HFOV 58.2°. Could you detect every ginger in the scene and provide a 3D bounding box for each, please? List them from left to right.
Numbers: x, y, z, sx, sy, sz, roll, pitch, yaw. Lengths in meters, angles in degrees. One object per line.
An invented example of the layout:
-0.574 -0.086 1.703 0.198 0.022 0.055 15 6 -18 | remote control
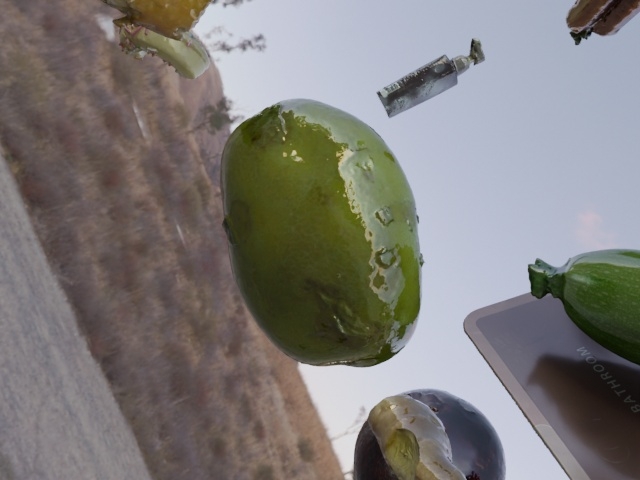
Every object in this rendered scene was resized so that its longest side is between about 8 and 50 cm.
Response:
0.138 0.270 0.663 0.131 0.086 0.294 48 -3 -18 | ginger

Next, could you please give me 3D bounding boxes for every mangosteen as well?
0.222 0.479 1.161 0.306 0.305 0.360 -157 -127 -67 | mangosteen

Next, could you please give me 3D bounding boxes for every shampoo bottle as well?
0.206 -0.302 1.070 0.057 0.207 0.063 65 7 28 | shampoo bottle

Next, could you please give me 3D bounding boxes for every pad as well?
0.259 0.123 0.521 0.266 0.176 0.002 -116 -169 -57 | pad

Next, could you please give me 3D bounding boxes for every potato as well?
0.000 0.000 0.515 0.186 0.148 0.253 -24 -85 52 | potato

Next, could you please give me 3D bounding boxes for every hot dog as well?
0.353 -0.296 0.689 0.188 0.072 0.055 73 25 -86 | hot dog

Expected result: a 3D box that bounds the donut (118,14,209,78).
-0.276 -0.337 0.986 0.165 0.065 0.108 23 -8 0 | donut

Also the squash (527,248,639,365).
0.336 0.073 0.413 0.395 0.107 0.107 15 -54 47 | squash

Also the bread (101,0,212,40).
-0.278 -0.389 0.596 0.375 0.165 0.237 25 43 -49 | bread
